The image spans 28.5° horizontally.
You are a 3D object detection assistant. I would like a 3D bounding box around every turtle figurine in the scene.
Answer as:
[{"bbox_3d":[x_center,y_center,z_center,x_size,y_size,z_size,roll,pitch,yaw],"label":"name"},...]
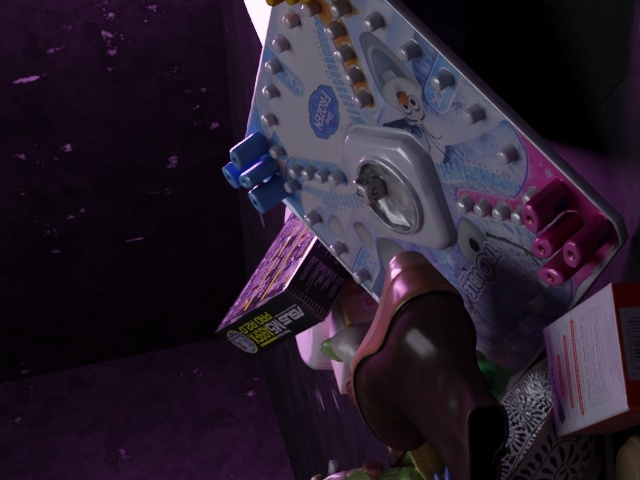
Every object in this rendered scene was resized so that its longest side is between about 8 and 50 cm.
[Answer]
[{"bbox_3d":[0.070,0.250,1.417,0.274,0.198,0.266,100,161,-53],"label":"turtle figurine"}]

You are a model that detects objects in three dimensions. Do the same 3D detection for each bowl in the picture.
[{"bbox_3d":[0.194,0.191,1.103,0.080,0.170,0.170,35,170,-3],"label":"bowl"}]

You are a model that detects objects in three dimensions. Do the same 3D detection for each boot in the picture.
[{"bbox_3d":[0.095,0.155,1.099,0.206,0.090,0.248,-112,16,-47],"label":"boot"}]

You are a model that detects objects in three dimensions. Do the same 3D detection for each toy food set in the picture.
[{"bbox_3d":[0.261,0.217,0.984,0.192,0.039,0.132,-81,-14,-85],"label":"toy food set"}]

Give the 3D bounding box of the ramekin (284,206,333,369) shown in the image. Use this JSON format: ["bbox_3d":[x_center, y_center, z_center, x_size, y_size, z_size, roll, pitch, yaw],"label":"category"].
[{"bbox_3d":[0.033,0.050,1.745,0.277,0.135,0.277,174,90,-82],"label":"ramekin"}]

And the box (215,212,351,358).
[{"bbox_3d":[0.000,0.000,1.497,0.060,0.270,0.216,38,151,-12],"label":"box"}]

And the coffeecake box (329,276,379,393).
[{"bbox_3d":[0.088,0.103,1.531,0.185,0.142,0.068,94,162,-57],"label":"coffeecake box"}]

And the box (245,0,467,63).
[{"bbox_3d":[0.019,-0.327,1.314,0.343,0.179,0.312,-111,12,-46],"label":"box"}]

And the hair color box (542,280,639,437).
[{"bbox_3d":[0.221,0.093,0.956,0.167,0.053,0.093,118,148,-73],"label":"hair color box"}]

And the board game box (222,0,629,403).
[{"bbox_3d":[0.062,-0.040,1.157,0.390,0.050,0.390,47,153,16],"label":"board game box"}]
